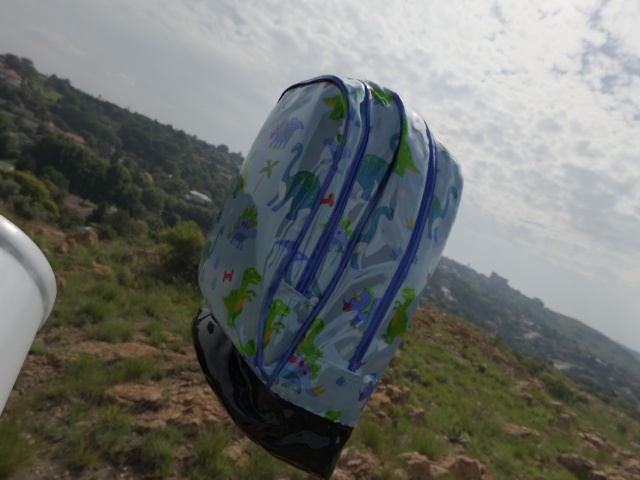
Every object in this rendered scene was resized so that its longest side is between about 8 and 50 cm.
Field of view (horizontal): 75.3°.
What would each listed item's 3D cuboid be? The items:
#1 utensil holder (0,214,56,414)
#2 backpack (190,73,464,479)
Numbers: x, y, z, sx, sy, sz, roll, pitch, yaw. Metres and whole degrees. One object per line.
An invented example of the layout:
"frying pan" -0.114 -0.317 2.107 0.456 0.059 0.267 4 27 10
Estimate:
"utensil holder" -0.495 0.163 0.398 0.328 0.327 0.385 23 33 -29
"backpack" 0.000 0.000 0.468 0.273 0.355 0.290 46 -6 -25
